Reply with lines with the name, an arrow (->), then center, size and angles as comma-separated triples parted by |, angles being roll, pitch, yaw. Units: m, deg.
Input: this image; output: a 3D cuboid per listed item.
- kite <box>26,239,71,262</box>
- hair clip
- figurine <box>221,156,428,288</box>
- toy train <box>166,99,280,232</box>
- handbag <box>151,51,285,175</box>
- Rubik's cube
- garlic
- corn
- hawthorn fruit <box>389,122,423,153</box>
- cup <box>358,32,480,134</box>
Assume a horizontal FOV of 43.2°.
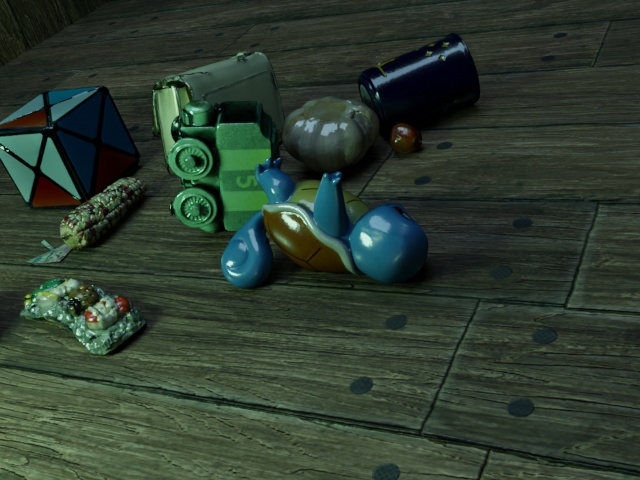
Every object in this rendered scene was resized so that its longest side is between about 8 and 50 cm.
kite -> -0.635, 0.022, 1.925 | 0.137, 0.005, 0.152 | -25, 32, -17
hair clip -> -0.482, 0.126, 1.602 | 0.321, 0.091, 0.138 | 13, 40, 39
figurine -> -0.003, -0.036, 1.509 | 0.417, 0.298, 0.242 | -3, 68, 26
toy train -> -0.203, -0.152, 1.724 | 0.238, 0.299, 0.166 | -2, 33, -1
handbag -> -0.245, -0.318, 1.981 | 0.160, 0.236, 0.358 | 4, 22, 27
Rubik's cube -> -0.671, -0.243, 2.133 | 0.250, 0.248, 0.246 | 1, 35, 29
garlic -> 0.024, -0.245, 1.884 | 0.228, 0.152, 0.227 | -6, 32, 3
corn -> -0.519, -0.076, 1.941 | 0.092, 0.092, 0.280 | 2, 35, 29
hawthorn fruit -> 0.196, -0.235, 1.865 | 0.077, 0.077, 0.077 | -13, 31, 8
cup -> 0.234, -0.369, 2.006 | 0.256, 0.178, 0.255 | -22, -8, -3
